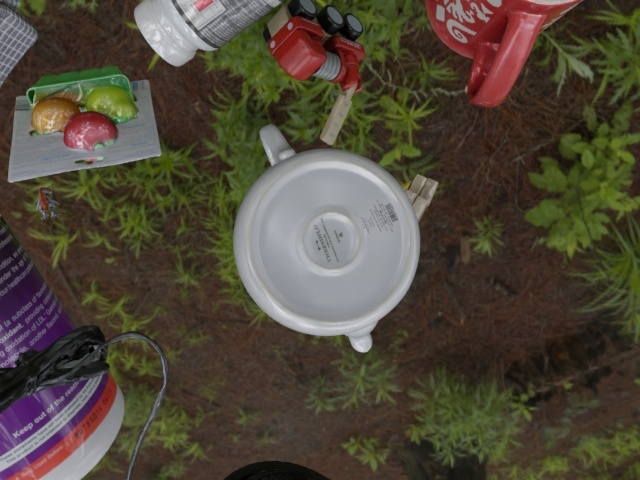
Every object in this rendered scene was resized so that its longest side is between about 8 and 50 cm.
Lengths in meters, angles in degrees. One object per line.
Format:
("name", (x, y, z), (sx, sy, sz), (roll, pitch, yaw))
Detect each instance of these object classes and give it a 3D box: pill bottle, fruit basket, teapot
("pill bottle", (-0.332, 0.085, 0.556), (0.182, 0.181, 0.322), (-17, 112, 22))
("pill bottle", (-0.191, -0.449, 1.119), (0.279, 0.162, 0.162), (-29, 126, 18))
("fruit basket", (-0.553, -0.265, 1.456), (0.327, 0.352, 0.165), (-13, 141, -11))
("teapot", (0.000, 0.000, 0.823), (0.253, 0.255, 0.187), (20, 176, -6))

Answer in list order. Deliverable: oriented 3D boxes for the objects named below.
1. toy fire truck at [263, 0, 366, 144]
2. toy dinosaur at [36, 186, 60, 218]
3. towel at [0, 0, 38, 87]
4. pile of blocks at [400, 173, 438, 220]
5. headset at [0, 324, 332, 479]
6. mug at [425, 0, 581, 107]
("toy fire truck", (0.000, -0.351, 1.293), (0.217, 0.246, 0.159), (2, 153, -45))
("toy dinosaur", (-0.605, -0.089, 1.361), (0.047, 0.082, 0.090), (-16, 166, -27))
("towel", (-0.641, -0.325, 1.079), (0.121, 0.235, 0.283), (42, 91, -3))
("pile of blocks", (0.029, -0.045, 1.064), (0.363, 0.148, 0.112), (-25, 172, 4))
("headset", (-0.087, 0.239, 0.391), (0.243, 0.185, 0.394), (-31, 83, 30))
("mug", (0.156, -0.190, 0.470), (0.113, 0.169, 0.150), (-20, 97, 3))
